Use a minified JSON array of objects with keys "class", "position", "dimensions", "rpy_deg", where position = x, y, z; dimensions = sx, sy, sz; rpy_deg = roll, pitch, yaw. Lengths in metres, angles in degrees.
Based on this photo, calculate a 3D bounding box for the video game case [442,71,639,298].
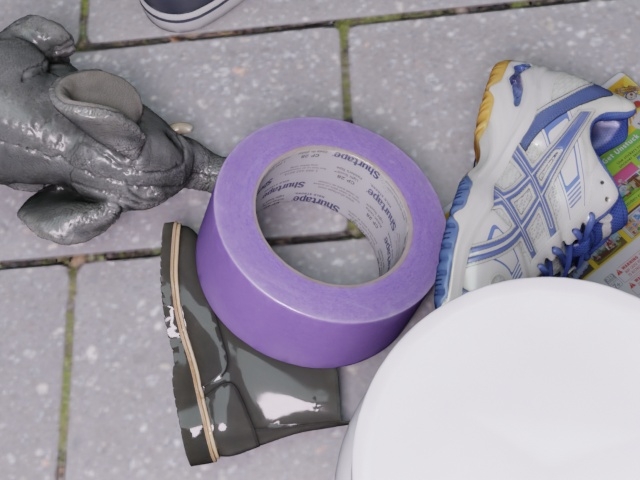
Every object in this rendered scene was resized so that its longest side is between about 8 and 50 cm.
[{"class":"video game case","position":[0.237,-0.007,0.998],"dimensions":[0.227,0.026,0.206],"rpy_deg":[-38,66,-9]}]

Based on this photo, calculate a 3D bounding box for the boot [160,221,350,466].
[{"class":"boot","position":[-0.055,0.073,0.981],"dimensions":[0.137,0.077,0.198],"rpy_deg":[-10,75,-4]}]

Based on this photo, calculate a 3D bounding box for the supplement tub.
[{"class":"supplement tub","position":[0.135,0.180,0.752],"dimensions":[0.241,0.331,0.241],"rpy_deg":[-3,64,6]}]

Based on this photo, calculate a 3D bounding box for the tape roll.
[{"class":"tape roll","position":[0.000,0.000,0.960],"dimensions":[0.189,0.080,0.189],"rpy_deg":[8,58,-13]}]

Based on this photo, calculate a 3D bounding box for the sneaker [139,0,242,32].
[{"class":"sneaker","position":[-0.045,-0.332,1.136],"dimensions":[0.321,0.127,0.126],"rpy_deg":[-42,65,-14]}]

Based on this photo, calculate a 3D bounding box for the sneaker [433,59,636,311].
[{"class":"sneaker","position":[0.168,-0.013,0.929],"dimensions":[0.131,0.112,0.296],"rpy_deg":[13,64,11]}]

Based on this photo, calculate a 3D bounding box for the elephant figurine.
[{"class":"elephant figurine","position":[-0.189,-0.079,1.008],"dimensions":[0.239,0.169,0.186],"rpy_deg":[30,66,24]}]
